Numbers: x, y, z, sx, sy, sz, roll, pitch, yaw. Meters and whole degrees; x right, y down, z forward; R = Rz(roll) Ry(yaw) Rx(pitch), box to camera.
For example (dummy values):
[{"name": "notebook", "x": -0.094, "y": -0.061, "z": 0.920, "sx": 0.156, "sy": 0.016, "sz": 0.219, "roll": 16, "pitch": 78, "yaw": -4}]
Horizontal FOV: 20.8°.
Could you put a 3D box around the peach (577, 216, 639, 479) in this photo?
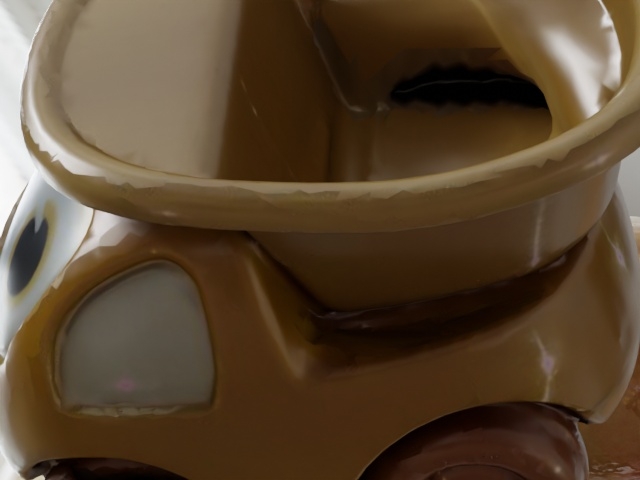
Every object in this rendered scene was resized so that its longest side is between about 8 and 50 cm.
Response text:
[{"name": "peach", "x": 0.177, "y": 0.068, "z": 1.070, "sx": 0.184, "sy": 0.184, "sz": 0.184, "roll": 20, "pitch": -31, "yaw": 13}]

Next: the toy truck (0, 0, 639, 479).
[{"name": "toy truck", "x": 0.000, "y": 0.000, "z": 0.669, "sx": 0.288, "sy": 0.204, "sz": 0.211, "roll": -6, "pitch": -50, "yaw": 9}]
